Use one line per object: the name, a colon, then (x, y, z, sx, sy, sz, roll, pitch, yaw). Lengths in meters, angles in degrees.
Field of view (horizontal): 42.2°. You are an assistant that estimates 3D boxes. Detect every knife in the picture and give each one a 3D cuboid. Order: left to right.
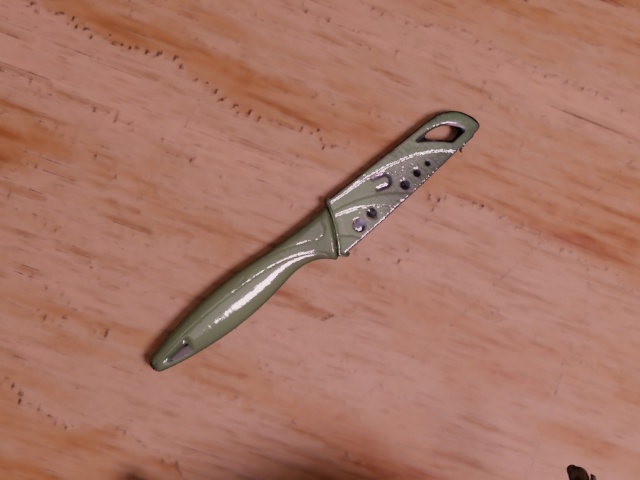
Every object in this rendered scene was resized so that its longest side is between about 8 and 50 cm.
knife: (0.000, 0.000, 0.591, 0.293, 0.020, 0.043, -40, 92, -8)

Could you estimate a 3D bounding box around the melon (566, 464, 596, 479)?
melon: (0.035, 0.295, 0.474, 0.308, 0.272, 0.271, -17, 91, 21)
